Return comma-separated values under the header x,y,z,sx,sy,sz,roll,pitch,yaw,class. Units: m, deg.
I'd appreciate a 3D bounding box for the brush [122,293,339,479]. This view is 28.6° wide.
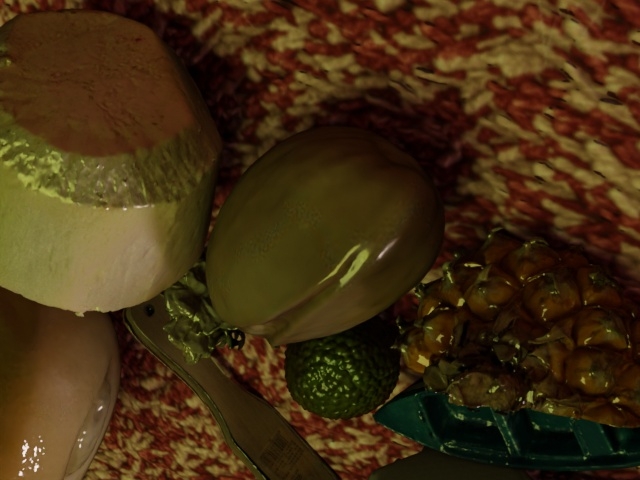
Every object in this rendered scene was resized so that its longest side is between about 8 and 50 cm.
x,y,z,sx,sy,sz,roll,pitch,yaw,class
-0.104,0.189,1.400,0.327,0.070,0.065,49,150,-9,brush

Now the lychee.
x,y,z,sx,sy,sz,roll,pitch,yaw,class
0.019,0.115,1.186,0.114,0.114,0.146,35,173,6,lychee

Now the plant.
x,y,z,sx,sy,sz,roll,pitch,yaw,class
-0.096,0.070,1.252,0.122,0.104,0.117,15,124,19,plant

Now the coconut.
x,y,z,sx,sy,sz,roll,pitch,yaw,class
-0.211,-0.059,1.121,0.239,0.239,0.244,32,140,10,coconut

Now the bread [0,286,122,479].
x,y,z,sx,sy,sz,roll,pitch,yaw,class
-0.420,0.164,1.414,0.376,0.348,0.253,23,177,20,bread

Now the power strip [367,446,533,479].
x,y,z,sx,sy,sz,roll,pitch,yaw,class
0.132,0.277,1.196,0.224,0.139,0.140,-133,24,-65,power strip

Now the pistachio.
x,y,z,sx,sy,sz,roll,pitch,yaw,class
0.000,0.000,1.046,0.162,0.182,0.293,34,151,-19,pistachio

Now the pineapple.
x,y,z,sx,sy,sz,roll,pitch,yaw,class
0.142,0.063,0.995,0.249,0.164,0.140,15,99,47,pineapple

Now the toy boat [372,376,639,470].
x,y,z,sx,sy,sz,roll,pitch,yaw,class
0.176,0.151,1.140,0.299,0.062,0.096,-4,124,40,toy boat
